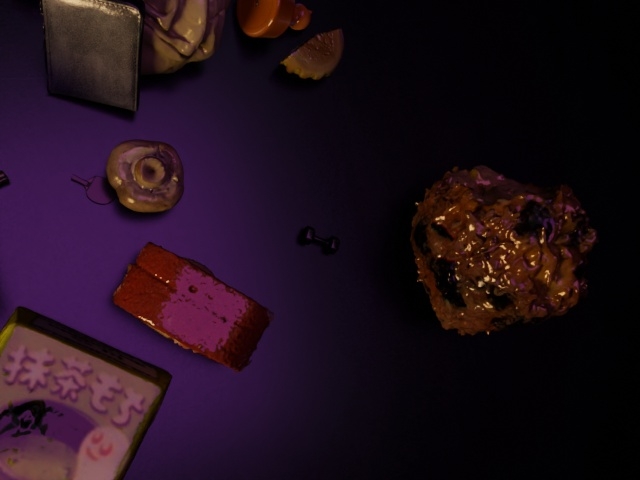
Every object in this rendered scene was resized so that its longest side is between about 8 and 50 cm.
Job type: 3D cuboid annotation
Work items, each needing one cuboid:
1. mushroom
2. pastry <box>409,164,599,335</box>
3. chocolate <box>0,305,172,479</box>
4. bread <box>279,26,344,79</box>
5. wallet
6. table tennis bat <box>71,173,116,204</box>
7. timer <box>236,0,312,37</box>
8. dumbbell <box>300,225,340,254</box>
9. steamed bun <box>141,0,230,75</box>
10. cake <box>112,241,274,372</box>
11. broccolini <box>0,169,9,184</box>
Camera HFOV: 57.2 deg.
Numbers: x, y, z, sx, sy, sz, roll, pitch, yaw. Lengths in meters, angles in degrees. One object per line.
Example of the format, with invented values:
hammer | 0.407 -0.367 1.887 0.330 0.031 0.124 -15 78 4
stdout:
mushroom | -0.318 -0.119 1.078 0.148 0.112 0.147 0 90 -29
pastry | 0.350 0.031 1.207 0.293 0.405 0.336 -6 108 -26
chocolate | -0.433 0.296 0.959 0.301 0.137 0.288 29 73 -17
bread | -0.006 -0.396 1.262 0.094 0.083 0.157 46 71 -14
wallet | -0.392 -0.334 1.020 0.168 0.222 0.036 10 46 -11
table tennis bat | -0.421 -0.099 1.088 0.083 0.007 0.050 27 74 -19
timer | -0.079 -0.482 1.239 0.152 0.132 0.131 -4 84 -48
dumbbell | 0.000 0.000 1.237 0.083 0.040 0.035 22 107 -18
steamed bun | -0.289 -0.467 1.086 0.289 0.203 0.275 -18 92 -25
cake | -0.220 0.120 1.052 0.283 0.177 0.150 35 71 -14
broccolini | -0.582 0.007 0.983 0.123 0.062 0.271 31 71 -23
